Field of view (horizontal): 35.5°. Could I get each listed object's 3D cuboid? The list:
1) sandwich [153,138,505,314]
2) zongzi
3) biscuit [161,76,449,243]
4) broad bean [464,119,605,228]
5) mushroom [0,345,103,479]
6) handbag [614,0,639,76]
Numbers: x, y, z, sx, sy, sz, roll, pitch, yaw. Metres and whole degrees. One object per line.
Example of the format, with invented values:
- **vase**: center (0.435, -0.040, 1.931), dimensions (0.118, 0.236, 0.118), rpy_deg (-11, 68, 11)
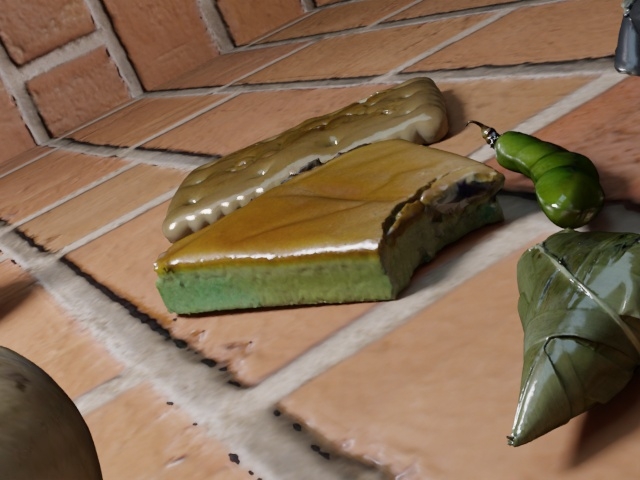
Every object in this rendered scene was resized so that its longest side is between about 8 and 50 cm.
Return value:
- **sandwich**: center (0.000, 0.000, 0.759), dimensions (0.245, 0.063, 0.212), rpy_deg (-29, 19, -11)
- **zongzi**: center (0.106, 0.046, 0.513), dimensions (0.130, 0.062, 0.154), rpy_deg (-42, 15, -14)
- **biscuit**: center (-0.017, -0.097, 1.100), dimensions (0.325, 0.044, 0.217), rpy_deg (-21, 16, 10)
- **broad bean**: center (0.159, -0.048, 0.712), dimensions (0.069, 0.039, 0.227), rpy_deg (9, 15, -9)
- **mushroom**: center (-0.198, 0.145, 0.390), dimensions (0.255, 0.184, 0.255), rpy_deg (-22, 20, 8)
- **handbag**: center (0.261, -0.105, 0.522), dimensions (0.181, 0.181, 0.254), rpy_deg (-9, 22, 39)
